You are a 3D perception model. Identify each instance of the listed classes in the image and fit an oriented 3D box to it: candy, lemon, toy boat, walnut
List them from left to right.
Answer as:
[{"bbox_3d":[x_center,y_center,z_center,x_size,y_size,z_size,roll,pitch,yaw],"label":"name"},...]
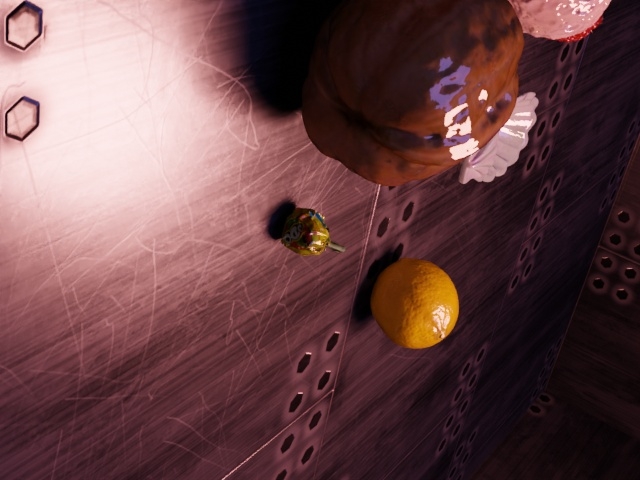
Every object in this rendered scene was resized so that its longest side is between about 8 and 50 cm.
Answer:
[{"bbox_3d":[0.002,-0.002,1.637,0.262,0.073,0.077,25,65,-72],"label":"candy"},{"bbox_3d":[0.137,-0.246,1.393,0.344,0.306,0.306,-35,143,-40],"label":"walnut"},{"bbox_3d":[0.195,0.131,1.969,0.178,0.203,0.178,-20,135,-21],"label":"lemon"},{"bbox_3d":[0.358,-0.223,2.047,0.290,0.100,0.199,-35,143,-47],"label":"toy boat"}]

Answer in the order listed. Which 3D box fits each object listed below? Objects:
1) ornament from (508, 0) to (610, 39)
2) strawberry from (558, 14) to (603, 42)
[{"bbox_3d":[0.414,-0.494,1.735,0.259,0.225,0.259,-158,-90,-87],"label":"ornament"},{"bbox_3d":[0.544,-0.498,2.141,0.131,0.148,0.131,172,-90,-90],"label":"strawberry"}]
